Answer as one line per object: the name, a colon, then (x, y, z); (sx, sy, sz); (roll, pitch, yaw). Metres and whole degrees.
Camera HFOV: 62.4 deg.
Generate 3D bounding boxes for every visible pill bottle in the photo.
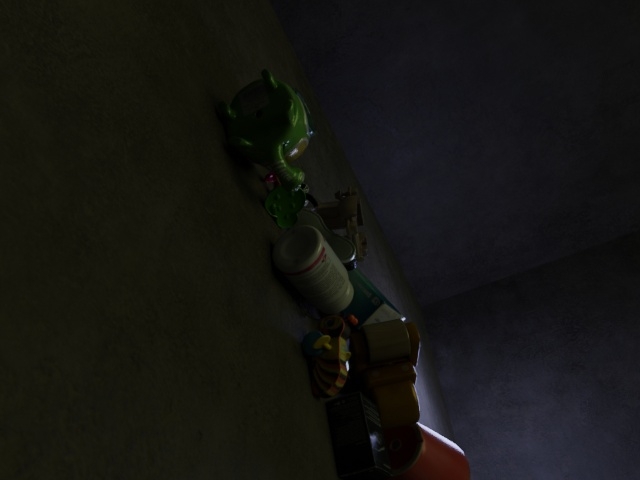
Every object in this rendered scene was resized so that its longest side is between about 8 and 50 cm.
pill bottle: (-0.013, 0.097, 1.588); (0.283, 0.160, 0.160); (54, 19, -44)

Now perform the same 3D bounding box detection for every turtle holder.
turtle holder: (-0.125, -0.322, 1.568); (0.320, 0.243, 0.227); (39, 0, 28)

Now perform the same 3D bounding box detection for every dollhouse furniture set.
dollhouse furniture set: (0.068, -0.006, 1.918); (0.355, 0.174, 0.303); (-82, 162, -58)

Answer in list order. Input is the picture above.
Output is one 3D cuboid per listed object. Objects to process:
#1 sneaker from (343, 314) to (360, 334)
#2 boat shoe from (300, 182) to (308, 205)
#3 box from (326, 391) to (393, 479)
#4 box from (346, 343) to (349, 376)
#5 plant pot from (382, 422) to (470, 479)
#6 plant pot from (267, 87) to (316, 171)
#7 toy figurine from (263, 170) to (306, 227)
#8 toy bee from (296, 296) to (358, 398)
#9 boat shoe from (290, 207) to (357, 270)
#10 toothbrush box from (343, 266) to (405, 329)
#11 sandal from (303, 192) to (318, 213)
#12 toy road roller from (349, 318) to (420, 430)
sneaker: (0.116, 0.285, 1.970); (0.270, 0.090, 0.145); (31, 29, -60)
boat shoe: (-0.079, -0.194, 1.993); (0.184, 0.063, 0.066); (52, 20, -48)
box: (0.107, 0.547, 1.457); (0.153, 0.108, 0.207); (53, 21, -49)
box: (0.052, 0.343, 1.708); (0.178, 0.042, 0.109); (-92, 157, -53)
plant pot: (0.299, 0.708, 1.681); (0.243, 0.275, 0.275); (48, 21, -28)
plant pot: (-0.135, -0.410, 1.837); (0.293, 0.196, 0.293); (-21, 90, -77)
toy figurine: (-0.126, -0.153, 1.695); (0.159, 0.130, 0.173); (-111, -168, -46)
toy bee: (0.029, 0.275, 1.477); (0.195, 0.162, 0.298); (20, 49, -70)
boat shoe: (0.000, 0.000, 1.752); (0.302, 0.114, 0.091); (42, -16, 32)
toothbrush box: (0.122, 0.181, 1.798); (0.295, 0.126, 0.216); (48, 5, 34)
sandal: (-0.056, -0.128, 1.916); (0.302, 0.086, 0.120); (62, 14, -51)
toy road roller: (0.213, 0.427, 1.634); (0.240, 0.203, 0.329); (-109, -168, -48)
